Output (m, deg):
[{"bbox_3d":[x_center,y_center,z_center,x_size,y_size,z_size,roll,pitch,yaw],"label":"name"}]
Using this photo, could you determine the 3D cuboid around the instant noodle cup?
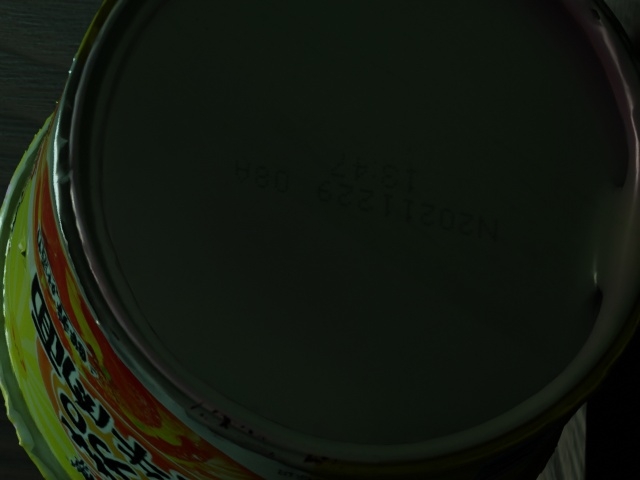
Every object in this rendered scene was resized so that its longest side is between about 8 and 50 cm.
[{"bbox_3d":[0.000,0.000,0.669,0.200,0.264,0.264,117,158,-74],"label":"instant noodle cup"}]
